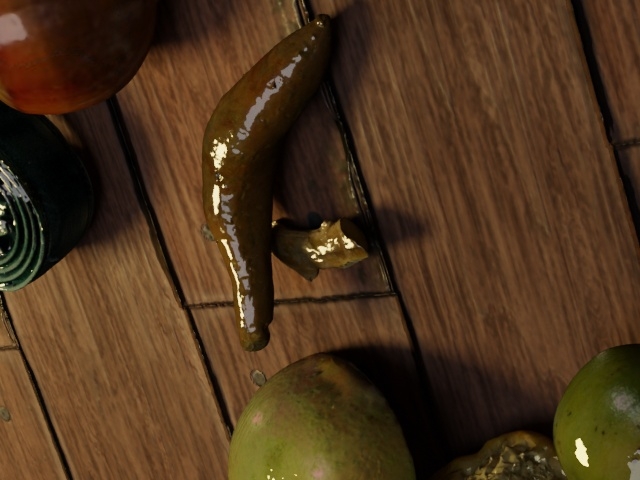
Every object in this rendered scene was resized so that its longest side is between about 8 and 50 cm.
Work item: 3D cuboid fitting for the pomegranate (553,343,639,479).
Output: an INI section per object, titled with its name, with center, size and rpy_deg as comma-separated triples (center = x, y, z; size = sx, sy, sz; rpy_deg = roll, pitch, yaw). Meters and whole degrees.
[pomegranate]
center = 0.289, 0.149, 1.465
size = 0.179, 0.179, 0.211
rpy_deg = 12, 93, 29

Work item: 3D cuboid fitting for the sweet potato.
[sweet potato]
center = -0.065, -0.062, 1.634
size = 0.108, 0.079, 0.346
rpy_deg = 32, 121, 42

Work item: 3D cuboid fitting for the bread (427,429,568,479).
[bread]
center = 0.165, 0.291, 1.643
size = 0.174, 0.121, 0.245
rpy_deg = 47, 131, -2

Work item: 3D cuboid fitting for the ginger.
[ginger]
center = 0.002, 0.005, 1.661
size = 0.137, 0.044, 0.057
rpy_deg = -5, 140, 42

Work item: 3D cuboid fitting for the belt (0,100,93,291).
[belt]
center = -0.366, -0.066, 1.826
size = 0.267, 0.116, 0.206
rpy_deg = 27, 132, 19

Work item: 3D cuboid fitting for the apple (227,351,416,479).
[apple]
center = -0.013, 0.209, 1.677
size = 0.265, 0.120, 0.193
rpy_deg = 38, 120, 51

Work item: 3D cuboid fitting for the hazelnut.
[hazelnut]
center = -0.254, -0.223, 1.634
size = 0.214, 0.176, 0.214
rpy_deg = 1, 116, 2
